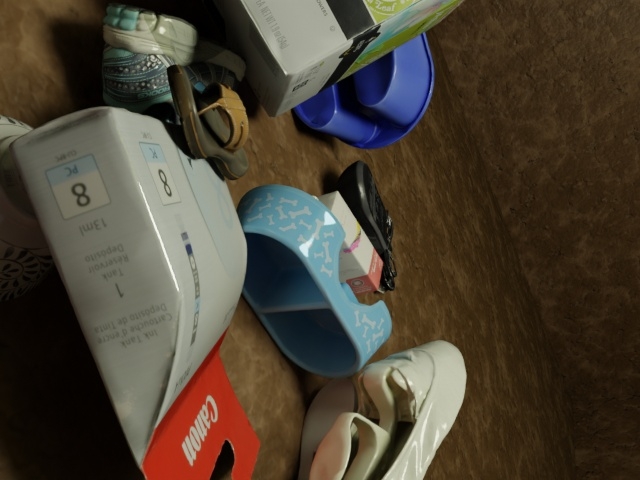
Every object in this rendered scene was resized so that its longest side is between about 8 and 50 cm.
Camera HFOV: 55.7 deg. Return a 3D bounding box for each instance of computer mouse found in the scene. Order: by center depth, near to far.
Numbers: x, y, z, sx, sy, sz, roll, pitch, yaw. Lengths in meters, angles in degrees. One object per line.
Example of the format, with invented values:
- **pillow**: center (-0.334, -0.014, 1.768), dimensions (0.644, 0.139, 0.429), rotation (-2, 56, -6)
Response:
- **computer mouse**: center (0.081, -0.037, 1.156), dimensions (0.272, 0.072, 0.188), rotation (62, 25, -48)

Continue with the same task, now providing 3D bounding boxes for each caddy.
- **caddy**: center (0.065, -0.336, 1.094), dimensions (0.179, 0.241, 0.341), rotation (-2, 78, -56)

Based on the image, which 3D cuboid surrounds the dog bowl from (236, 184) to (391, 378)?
- **dog bowl**: center (-0.022, 0.068, 0.807), dimensions (0.297, 0.166, 0.074), rotation (60, 42, -26)

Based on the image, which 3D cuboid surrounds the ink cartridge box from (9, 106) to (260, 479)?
- **ink cartridge box**: center (-0.111, 0.078, 0.580), dimensions (0.308, 0.091, 0.384), rotation (-80, 149, -83)

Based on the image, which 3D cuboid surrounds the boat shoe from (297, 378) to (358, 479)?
- **boat shoe**: center (0.016, 0.302, 0.843), dimensions (0.070, 0.078, 0.219), rotation (48, 45, -40)

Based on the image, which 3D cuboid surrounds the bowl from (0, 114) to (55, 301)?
- **bowl**: center (-0.258, -0.040, 0.500), dimensions (0.170, 0.080, 0.170), rotation (39, 42, -48)

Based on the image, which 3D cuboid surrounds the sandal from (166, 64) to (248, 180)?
- **sandal**: center (-0.099, -0.117, 0.616), dimensions (0.219, 0.060, 0.090), rotation (52, 17, -76)

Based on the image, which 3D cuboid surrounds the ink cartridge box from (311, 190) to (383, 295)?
- **ink cartridge box**: center (0.000, 0.000, 0.921), dimensions (0.198, 0.115, 0.067), rotation (56, 33, -32)

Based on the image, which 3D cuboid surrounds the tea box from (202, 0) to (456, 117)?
- **tea box**: center (0.027, -0.346, 0.776), dimensions (0.220, 0.324, 0.329), rotation (59, -4, -7)

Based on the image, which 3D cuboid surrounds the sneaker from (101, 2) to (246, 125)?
- **sneaker**: center (-0.181, -0.193, 0.732), dimensions (0.283, 0.110, 0.122), rotation (-24, 132, -75)

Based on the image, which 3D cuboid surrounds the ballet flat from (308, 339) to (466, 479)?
- **ballet flat**: center (0.082, 0.241, 0.777), dimensions (0.400, 0.139, 0.139), rotation (-53, 123, -42)
